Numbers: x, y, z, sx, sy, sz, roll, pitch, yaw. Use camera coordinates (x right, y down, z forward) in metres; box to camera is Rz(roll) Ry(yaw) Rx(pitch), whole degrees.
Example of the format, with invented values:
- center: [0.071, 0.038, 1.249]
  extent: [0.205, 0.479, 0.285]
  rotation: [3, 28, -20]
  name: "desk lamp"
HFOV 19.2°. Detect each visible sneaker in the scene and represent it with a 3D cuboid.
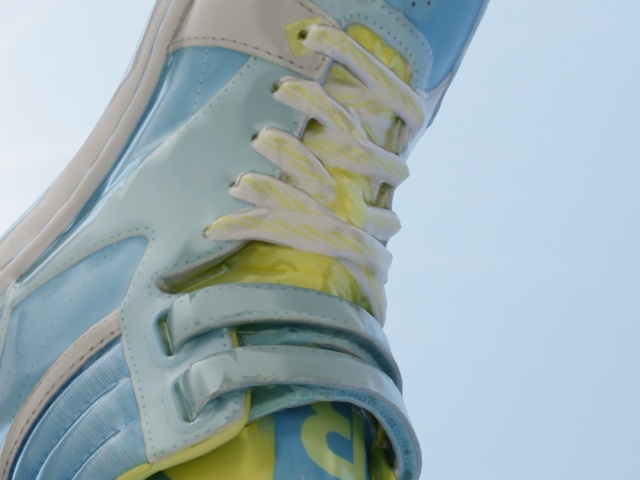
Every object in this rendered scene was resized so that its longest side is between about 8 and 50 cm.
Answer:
- center: [0.000, 0.000, 0.637]
  extent: [0.319, 0.127, 0.208]
  rotation: [-56, -146, 6]
  name: "sneaker"
